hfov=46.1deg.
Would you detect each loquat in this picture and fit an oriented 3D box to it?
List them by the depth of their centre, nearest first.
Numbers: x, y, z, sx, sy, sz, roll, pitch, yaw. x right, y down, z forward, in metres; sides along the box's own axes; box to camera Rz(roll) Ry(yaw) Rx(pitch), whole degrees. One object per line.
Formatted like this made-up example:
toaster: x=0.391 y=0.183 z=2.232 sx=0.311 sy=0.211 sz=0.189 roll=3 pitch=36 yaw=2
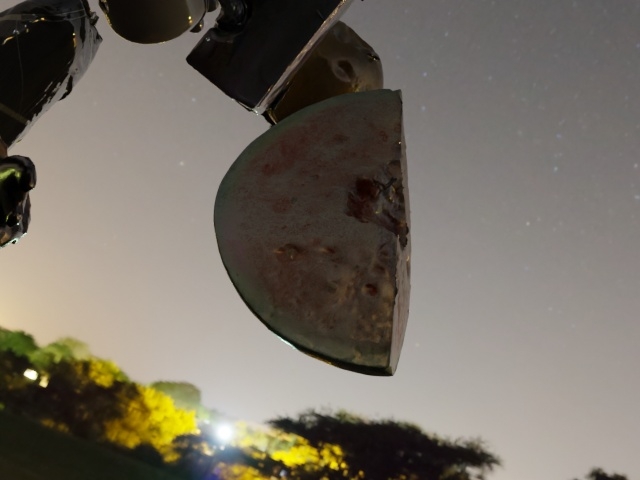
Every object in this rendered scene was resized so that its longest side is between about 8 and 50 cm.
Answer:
loquat: x=-0.007 y=-0.267 z=1.322 sx=0.244 sy=0.243 sz=0.244 roll=21 pitch=-20 yaw=8

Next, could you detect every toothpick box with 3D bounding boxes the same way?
toothpick box: x=-0.313 y=-0.501 z=1.370 sx=0.229 sy=0.229 sz=0.316 roll=16 pitch=-32 yaw=22

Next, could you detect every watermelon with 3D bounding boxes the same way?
watermelon: x=0.001 y=0.004 z=0.789 sx=0.188 sy=0.321 sz=0.175 roll=3 pitch=-42 yaw=12

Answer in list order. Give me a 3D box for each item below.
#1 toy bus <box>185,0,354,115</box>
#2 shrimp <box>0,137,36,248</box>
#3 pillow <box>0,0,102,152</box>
toy bus: x=-0.036 y=-0.324 z=1.007 sx=0.138 sy=0.317 sz=0.112 roll=40 pitch=8 yaw=1
shrimp: x=-0.183 y=-0.069 z=0.337 sx=0.289 sy=0.075 sz=0.178 roll=29 pitch=-32 yaw=56
pillow: x=-0.368 y=-0.142 z=0.822 sx=0.093 sy=0.335 sz=0.161 roll=41 pitch=-6 yaw=4
